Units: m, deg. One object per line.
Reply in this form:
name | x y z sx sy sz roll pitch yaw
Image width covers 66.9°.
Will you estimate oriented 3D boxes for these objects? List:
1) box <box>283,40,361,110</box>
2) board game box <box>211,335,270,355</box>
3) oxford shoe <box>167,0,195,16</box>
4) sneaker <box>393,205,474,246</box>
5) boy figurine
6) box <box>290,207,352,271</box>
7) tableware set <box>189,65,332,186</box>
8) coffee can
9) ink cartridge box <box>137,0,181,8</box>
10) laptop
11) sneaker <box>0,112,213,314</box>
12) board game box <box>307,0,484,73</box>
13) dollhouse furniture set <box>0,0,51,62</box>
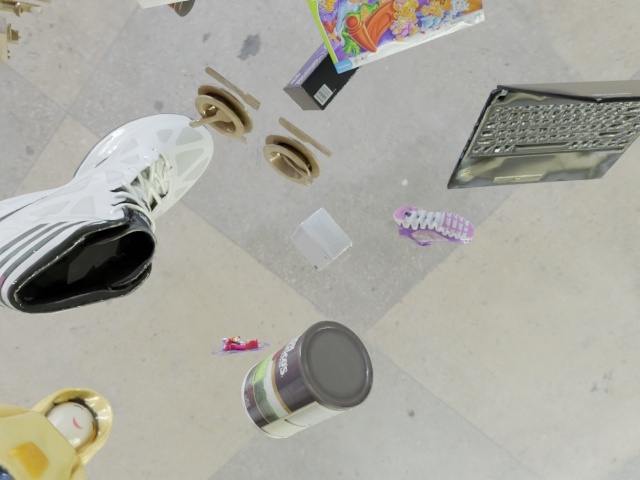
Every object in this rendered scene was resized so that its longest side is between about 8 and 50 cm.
box | 0.030 -0.505 1.401 0.103 0.184 0.261 41 88 -21
board game box | -0.229 0.294 1.387 0.168 0.133 0.033 -6 88 -7
oxford shoe | -0.290 -0.608 1.059 0.076 0.076 0.212 38 114 1
sneaker | 0.330 -0.027 1.430 0.236 0.095 0.105 14 132 21
boy figurine | -0.252 0.197 0.414 0.177 0.285 0.092 41 81 3
box | 0.000 0.000 1.849 0.119 0.181 0.182 -40 88 -23
tableware set | -0.088 -0.132 0.643 0.194 0.128 0.039 34 71 -6
coffee can | -0.038 0.337 1.155 0.201 0.201 0.275 37 132 -13
ink cartridge box | -0.104 -0.307 0.493 0.181 0.104 0.061 -9 147 3
laptop | 0.302 -0.100 0.526 0.234 0.137 0.264 -4 148 -9
sneaker | -0.268 -0.040 0.716 0.257 0.447 0.169 16 135 33
board game box | 0.157 -0.534 1.049 0.347 0.078 0.233 -14 142 17
dollhouse furniture set | -0.748 -0.547 1.224 0.123 0.144 0.151 -1 71 -31
